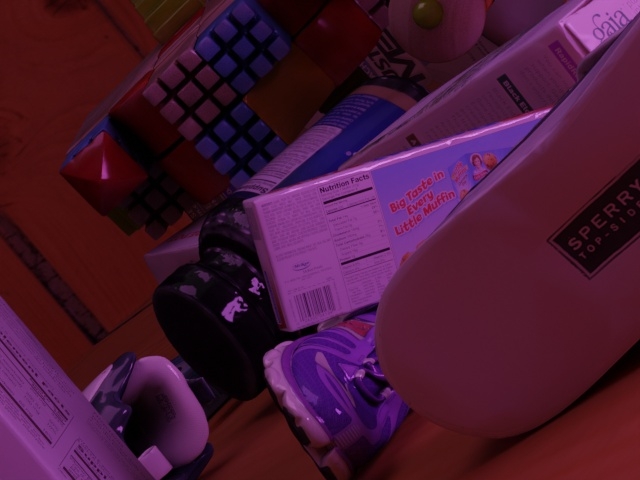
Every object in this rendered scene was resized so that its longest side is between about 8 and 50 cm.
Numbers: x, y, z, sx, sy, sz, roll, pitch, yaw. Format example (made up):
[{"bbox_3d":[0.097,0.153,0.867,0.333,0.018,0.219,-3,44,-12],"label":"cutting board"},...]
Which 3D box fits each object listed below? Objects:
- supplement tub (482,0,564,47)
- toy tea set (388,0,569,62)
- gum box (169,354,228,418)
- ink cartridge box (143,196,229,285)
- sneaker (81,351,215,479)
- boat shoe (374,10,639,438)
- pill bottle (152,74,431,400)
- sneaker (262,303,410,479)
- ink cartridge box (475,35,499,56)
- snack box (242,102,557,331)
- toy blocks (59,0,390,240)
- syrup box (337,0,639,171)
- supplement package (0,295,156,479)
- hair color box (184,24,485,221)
[{"bbox_3d":[0.205,-0.264,1.460,0.228,0.228,0.316,-38,5,13],"label":"supplement tub"},{"bbox_3d":[0.193,-0.200,1.137,0.336,0.200,0.124,-37,-3,20],"label":"toy tea set"},{"bbox_3d":[-0.139,0.145,1.395,0.157,0.041,0.184,-33,8,46],"label":"gum box"},{"bbox_3d":[-0.007,-0.011,1.358,0.203,0.086,0.148,-36,13,-29],"label":"ink cartridge box"},{"bbox_3d":[-0.126,0.125,1.158,0.153,0.094,0.235,-37,6,9],"label":"sneaker"},{"bbox_3d":[0.143,-0.042,0.653,0.301,0.108,0.102,-45,3,31],"label":"boat shoe"},{"bbox_3d":[0.000,0.000,1.198,0.219,0.123,0.123,-42,5,-25],"label":"pill bottle"},{"bbox_3d":[0.026,0.055,0.843,0.071,0.068,0.170,-31,7,22],"label":"sneaker"},{"bbox_3d":[0.289,-0.315,1.889,0.223,0.129,0.307,-42,5,-31],"label":"ink cartridge box"},{"bbox_3d":[0.055,-0.014,0.875,0.178,0.064,0.022,-18,6,-18],"label":"snack box"},{"bbox_3d":[-0.056,-0.129,1.377,0.381,0.191,0.261,-43,12,11],"label":"toy blocks"},{"bbox_3d":[0.119,-0.062,1.011,0.093,0.096,0.237,-40,6,-33],"label":"syrup box"},{"bbox_3d":[-0.225,0.124,0.910,0.204,0.262,0.145,-39,5,6],"label":"supplement package"},{"bbox_3d":[0.013,-0.113,1.787,0.339,0.185,0.110,-43,7,-33],"label":"hair color box"}]
